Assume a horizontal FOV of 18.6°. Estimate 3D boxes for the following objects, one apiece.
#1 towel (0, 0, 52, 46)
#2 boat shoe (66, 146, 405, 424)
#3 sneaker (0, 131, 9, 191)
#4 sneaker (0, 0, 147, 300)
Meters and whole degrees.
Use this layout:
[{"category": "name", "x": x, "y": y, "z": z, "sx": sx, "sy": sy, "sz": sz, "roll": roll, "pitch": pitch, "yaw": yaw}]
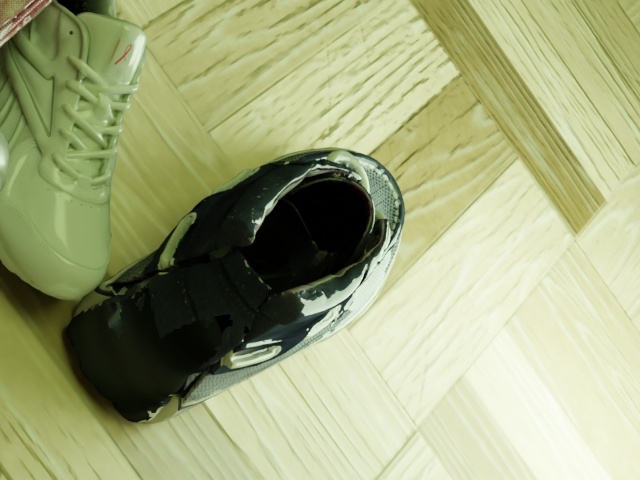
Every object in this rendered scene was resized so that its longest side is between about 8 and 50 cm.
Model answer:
[{"category": "towel", "x": -0.255, "y": -0.254, "z": 1.056, "sx": 0.329, "sy": 0.037, "sz": 0.237, "roll": 52, "pitch": 49, "yaw": -15}, {"category": "boat shoe", "x": 0.000, "y": 0.000, "z": 1.221, "sx": 0.127, "sy": 0.158, "sz": 0.340, "roll": 56, "pitch": 36, "yaw": -4}, {"category": "sneaker", "x": -0.279, "y": 0.006, "z": 0.940, "sx": 0.293, "sy": 0.108, "sz": 0.169, "roll": 7, "pitch": 61, "yaw": -37}, {"category": "sneaker", "x": -0.149, "y": -0.080, "z": 1.138, "sx": 0.090, "sy": 0.115, "sz": 0.232, "roll": 18, "pitch": 52, "yaw": -45}]
